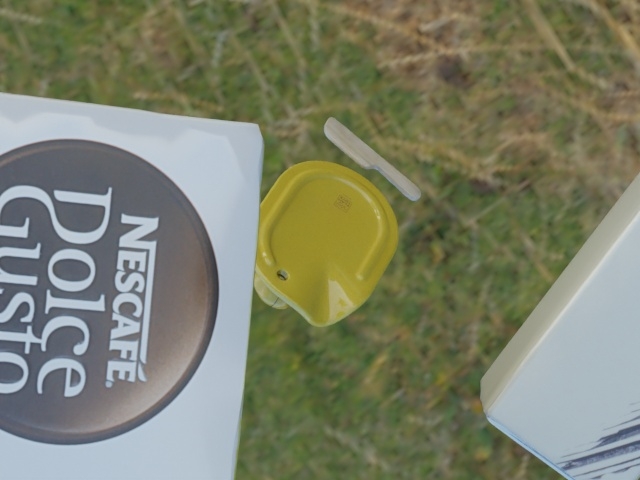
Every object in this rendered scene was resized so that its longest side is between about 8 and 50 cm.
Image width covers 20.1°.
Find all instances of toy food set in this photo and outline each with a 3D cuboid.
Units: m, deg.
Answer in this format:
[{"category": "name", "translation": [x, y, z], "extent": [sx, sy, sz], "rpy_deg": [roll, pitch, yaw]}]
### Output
[{"category": "toy food set", "translation": [0.000, 0.000, 1.666], "extent": [0.128, 0.218, 0.071], "rpy_deg": [34, 137, -1]}]

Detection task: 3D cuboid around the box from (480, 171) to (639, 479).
[{"category": "box", "translation": [0.207, 0.008, 1.012], "extent": [0.094, 0.113, 0.275], "rpy_deg": [36, 98, 0]}]

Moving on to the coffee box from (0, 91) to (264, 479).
[{"category": "coffee box", "translation": [-0.238, 0.096, 0.924], "extent": [0.338, 0.334, 0.338], "rpy_deg": [177, 98, -72]}]
